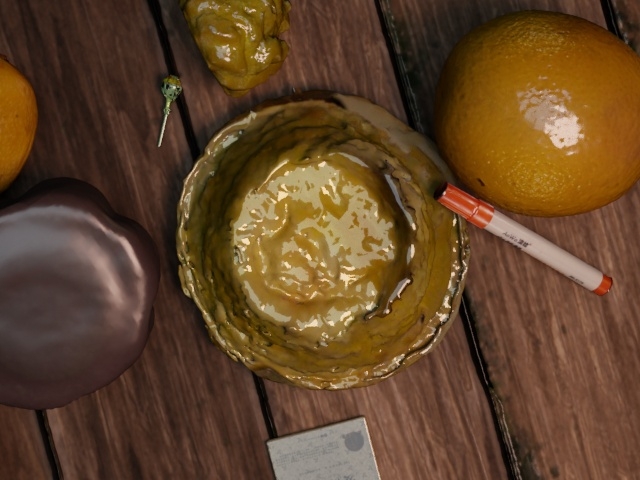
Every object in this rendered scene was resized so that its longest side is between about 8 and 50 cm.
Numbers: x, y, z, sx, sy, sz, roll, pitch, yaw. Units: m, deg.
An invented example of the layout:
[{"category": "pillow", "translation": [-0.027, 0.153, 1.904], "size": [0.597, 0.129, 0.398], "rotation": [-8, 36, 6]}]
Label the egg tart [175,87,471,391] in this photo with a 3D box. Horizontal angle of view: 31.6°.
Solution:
[{"category": "egg tart", "translation": [0.000, 0.000, 1.232], "size": [0.345, 0.132, 0.345], "rotation": [0, 90, 3]}]

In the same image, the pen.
[{"category": "pen", "translation": [0.224, -0.001, 1.236], "size": [0.239, 0.028, 0.028], "rotation": [28, 90, -20]}]

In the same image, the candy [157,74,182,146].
[{"category": "candy", "translation": [-0.176, -0.147, 1.290], "size": [0.025, 0.023, 0.083], "rotation": [19, 98, 44]}]

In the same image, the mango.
[{"category": "mango", "translation": [-0.437, -0.086, 1.243], "size": [0.177, 0.120, 0.295], "rotation": [43, 90, 2]}]

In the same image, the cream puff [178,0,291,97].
[{"category": "cream puff", "translation": [-0.082, -0.234, 1.232], "size": [0.116, 0.146, 0.146], "rotation": [-26, 89, -1]}]

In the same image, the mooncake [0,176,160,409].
[{"category": "mooncake", "translation": [-0.291, 0.055, 1.213], "size": [0.245, 0.133, 0.245], "rotation": [-1, 107, -3]}]

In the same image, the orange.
[{"category": "orange", "translation": [0.233, -0.131, 1.183], "size": [0.236, 0.236, 0.236], "rotation": [0, 89, 1]}]

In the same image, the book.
[{"category": "book", "translation": [0.016, 0.296, 1.285], "size": [0.118, 0.012, 0.172], "rotation": [-15, 89, 2]}]
